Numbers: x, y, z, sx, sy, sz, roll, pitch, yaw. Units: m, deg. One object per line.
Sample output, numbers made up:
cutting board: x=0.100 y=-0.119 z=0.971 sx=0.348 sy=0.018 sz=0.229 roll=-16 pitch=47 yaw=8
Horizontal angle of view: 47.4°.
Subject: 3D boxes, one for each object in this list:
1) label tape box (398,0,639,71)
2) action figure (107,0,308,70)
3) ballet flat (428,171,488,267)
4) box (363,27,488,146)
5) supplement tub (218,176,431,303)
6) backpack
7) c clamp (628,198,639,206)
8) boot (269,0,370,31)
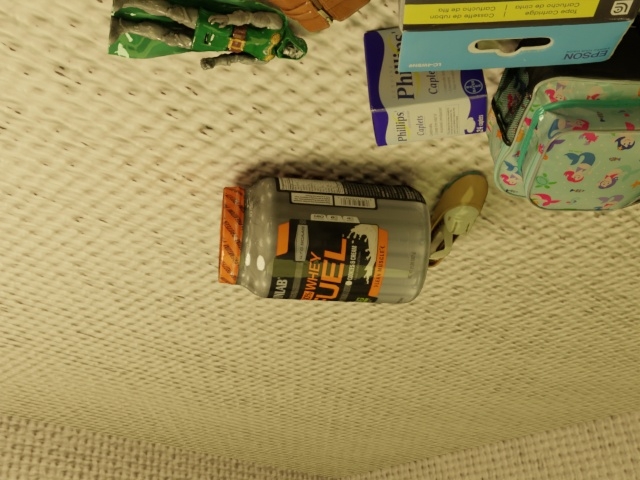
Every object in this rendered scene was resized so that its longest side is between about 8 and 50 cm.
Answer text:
label tape box: x=0.201 y=-0.319 z=0.694 sx=0.249 sy=0.115 sz=0.347 roll=-2 pitch=153 yaw=1
action figure: x=-0.125 y=-0.246 z=0.854 sx=0.232 sy=0.063 sz=0.137 roll=4 pitch=147 yaw=-18
ballet flat: x=0.226 y=-0.026 z=1.245 sx=0.080 sy=0.073 sz=0.232 roll=5 pitch=149 yaw=-13
box: x=0.126 y=-0.194 z=0.889 sx=0.137 sy=0.126 sz=0.072 roll=-7 pitch=151 yaw=8
supplement tub: x=0.000 y=0.000 z=1.155 sx=0.316 sy=0.193 sz=0.193 roll=3 pitch=150 yaw=-9
backpack: x=0.336 y=-0.143 z=0.948 sx=0.225 sy=0.191 sz=0.253 roll=1 pitch=155 yaw=-7
c clamp: x=0.518 y=-0.091 z=1.207 sx=0.137 sy=0.022 sz=0.161 roll=-20 pitch=147 yaw=38
boot: x=0.016 y=-0.299 z=0.758 sx=0.197 sy=0.073 sz=0.152 roll=-8 pitch=151 yaw=35
